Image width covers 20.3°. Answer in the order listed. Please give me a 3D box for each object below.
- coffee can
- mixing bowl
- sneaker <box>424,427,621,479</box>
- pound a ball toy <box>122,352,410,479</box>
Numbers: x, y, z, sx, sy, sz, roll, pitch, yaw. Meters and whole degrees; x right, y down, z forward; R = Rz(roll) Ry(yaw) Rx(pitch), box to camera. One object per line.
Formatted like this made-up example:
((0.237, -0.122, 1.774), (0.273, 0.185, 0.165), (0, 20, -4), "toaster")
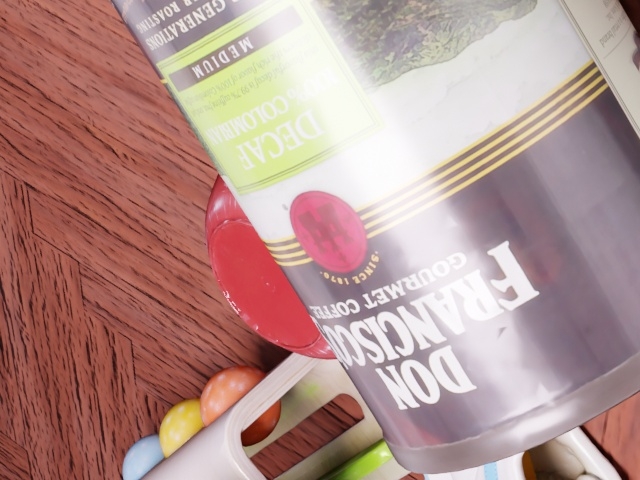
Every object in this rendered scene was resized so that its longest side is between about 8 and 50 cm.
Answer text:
((0.049, -0.062, 0.823), (0.201, 0.201, 0.275), (-19, 106, 54), "coffee can")
((0.000, 0.000, 1.031), (0.181, 0.098, 0.181), (29, 139, 28), "mixing bowl")
((0.138, 0.182, 1.053), (0.092, 0.087, 0.228), (-5, 120, 49), "sneaker")
((-0.073, 0.177, 1.183), (0.136, 0.208, 0.319), (49, 147, 2), "pound a ball toy")
